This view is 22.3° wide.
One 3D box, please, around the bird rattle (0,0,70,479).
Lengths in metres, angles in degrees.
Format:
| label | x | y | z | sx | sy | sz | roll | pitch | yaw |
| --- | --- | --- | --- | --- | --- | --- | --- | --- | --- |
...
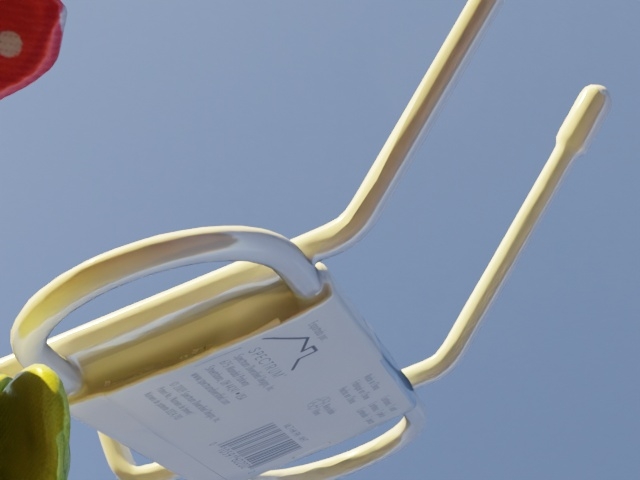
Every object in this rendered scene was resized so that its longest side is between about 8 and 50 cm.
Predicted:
| label | x | y | z | sx | sy | sz | roll | pitch | yaw |
| --- | --- | --- | --- | --- | --- | --- | --- | --- | --- |
| bird rattle | -0.153 | 0.016 | 0.445 | 0.143 | 0.207 | 0.253 | 12 | -66 | 47 |

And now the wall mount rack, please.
| label | x | y | z | sx | sy | sz | roll | pitch | yaw |
| --- | --- | --- | --- | --- | --- | --- | --- | --- | --- |
| wall mount rack | 0.000 | 0.000 | 0.716 | 0.304 | 0.350 | 0.130 | -23 | -113 | 6 |
